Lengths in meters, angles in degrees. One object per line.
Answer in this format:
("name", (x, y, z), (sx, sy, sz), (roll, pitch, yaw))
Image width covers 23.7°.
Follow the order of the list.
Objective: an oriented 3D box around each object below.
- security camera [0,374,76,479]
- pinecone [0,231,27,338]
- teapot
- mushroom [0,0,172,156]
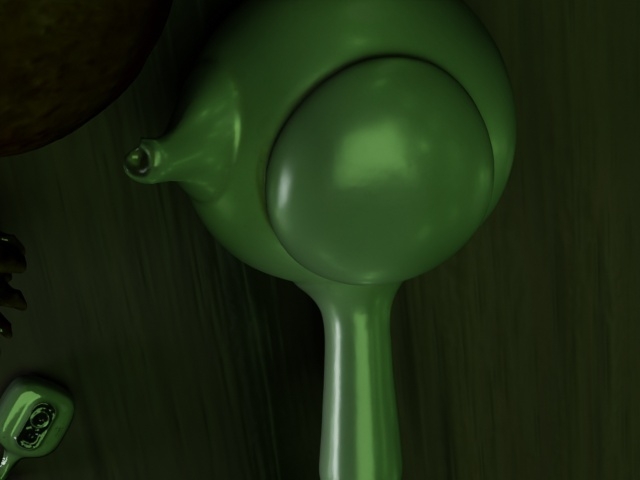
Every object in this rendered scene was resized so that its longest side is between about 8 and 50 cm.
("security camera", (-0.201, 0.134, 1.015), (0.058, 0.058, 0.092), (20, 105, -24))
("pinecone", (-0.257, 0.032, 0.869), (0.185, 0.168, 0.212), (-4, 108, 4))
("teapot", (0.036, -0.011, 0.928), (0.220, 0.149, 0.318), (-27, 121, 4))
("mushroom", (-0.154, -0.172, 0.728), (0.195, 0.263, 0.283), (4, 82, -20))
